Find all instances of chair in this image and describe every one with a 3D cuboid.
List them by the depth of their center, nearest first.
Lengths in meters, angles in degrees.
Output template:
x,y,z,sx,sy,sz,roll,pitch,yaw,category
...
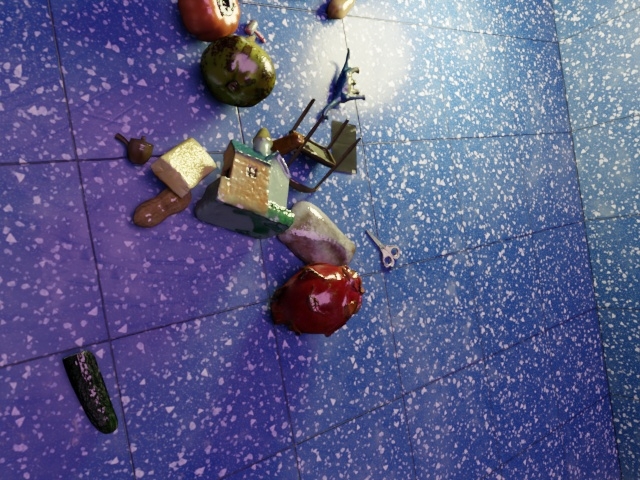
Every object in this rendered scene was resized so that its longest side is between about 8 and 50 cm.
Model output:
x,y,z,sx,sy,sz,roll,pitch,yaw,category
-0.022,-0.316,1.606,0.188,0.166,0.272,24,117,-30,chair

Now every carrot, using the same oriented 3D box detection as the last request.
x,y,z,sx,sy,sz,roll,pitch,yaw,category
-0.118,-0.310,1.520,0.060,0.186,0.060,2,87,-39,carrot

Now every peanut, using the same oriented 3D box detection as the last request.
x,y,z,sx,sy,sz,roll,pitch,yaw,category
-0.455,-0.099,1.347,0.192,0.089,0.089,-41,108,-28,peanut
0.080,-0.889,1.753,0.076,0.076,0.152,44,67,-22,peanut

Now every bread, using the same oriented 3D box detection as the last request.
x,y,z,sx,sy,sz,roll,pitch,yaw,category
-0.394,-0.215,1.363,0.125,0.068,0.188,51,30,-16,bread

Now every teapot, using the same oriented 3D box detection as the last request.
x,y,z,sx,sy,sz,roll,pitch,yaw,category
-0.535,-0.269,1.338,0.110,0.085,0.080,21,99,-1,teapot

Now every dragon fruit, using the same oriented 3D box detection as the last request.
x,y,z,sx,sy,sz,roll,pitch,yaw,category
-0.006,0.191,1.531,0.314,0.250,0.251,7,82,-9,dragon fruit

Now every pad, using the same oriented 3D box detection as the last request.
x,y,z,sx,sy,sz,roll,pitch,yaw,category
0.091,-0.352,1.760,0.116,0.004,0.194,2,85,-32,pad

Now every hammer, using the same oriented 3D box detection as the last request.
x,y,z,sx,sy,sz,roll,pitch,yaw,category
-0.216,-0.703,1.580,0.083,0.031,0.053,40,69,-35,hammer

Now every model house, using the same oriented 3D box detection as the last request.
x,y,z,sx,sy,sz,roll,pitch,yaw,category
-0.218,-0.201,1.467,0.267,0.194,0.325,20,67,-32,model house

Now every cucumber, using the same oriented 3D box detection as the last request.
x,y,z,sx,sy,sz,roll,pitch,yaw,category
-0.601,0.404,1.229,0.074,0.074,0.242,-22,100,-31,cucumber

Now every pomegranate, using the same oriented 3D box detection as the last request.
x,y,z,sx,sy,sz,roll,pitch,yaw,category
-0.236,-0.549,1.447,0.222,0.203,0.277,43,67,-30,pomegranate

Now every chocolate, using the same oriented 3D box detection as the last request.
x,y,z,sx,sy,sz,roll,pitch,yaw,category
0.000,0.000,1.628,0.303,0.100,0.185,41,70,-20,chocolate

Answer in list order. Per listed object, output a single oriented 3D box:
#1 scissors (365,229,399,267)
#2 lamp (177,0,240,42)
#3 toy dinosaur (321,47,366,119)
x,y,z,sx,sy,sz,roll,pitch,yaw,category
0.238,0.021,1.821,0.189,0.015,0.100,46,67,-20,scissors
-0.345,-0.704,1.421,0.187,0.163,0.188,-9,101,-56,lamp
0.066,-0.580,1.727,0.188,0.075,0.248,-14,100,-25,toy dinosaur
